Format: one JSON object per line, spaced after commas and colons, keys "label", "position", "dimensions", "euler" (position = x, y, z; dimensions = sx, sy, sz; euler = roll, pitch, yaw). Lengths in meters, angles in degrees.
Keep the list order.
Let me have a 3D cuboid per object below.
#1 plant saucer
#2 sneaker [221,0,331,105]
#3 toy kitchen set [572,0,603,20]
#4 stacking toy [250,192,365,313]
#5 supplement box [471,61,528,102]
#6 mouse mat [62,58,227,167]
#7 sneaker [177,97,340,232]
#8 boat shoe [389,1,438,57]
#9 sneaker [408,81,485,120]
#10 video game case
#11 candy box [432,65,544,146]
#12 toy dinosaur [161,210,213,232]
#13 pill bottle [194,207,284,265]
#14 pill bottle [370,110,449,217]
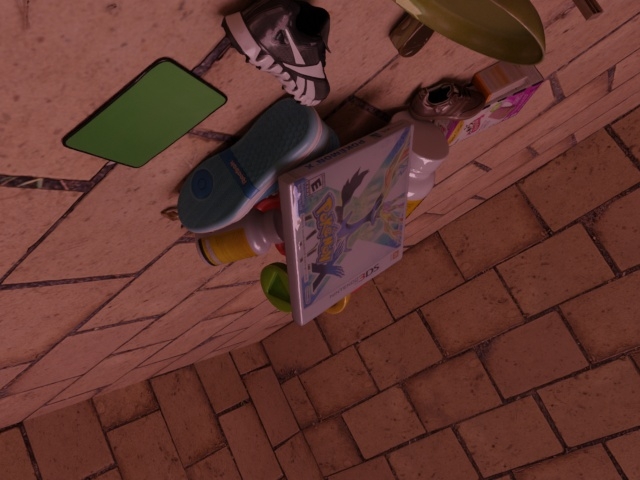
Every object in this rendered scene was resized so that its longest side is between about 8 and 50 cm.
{"label": "plant saucer", "position": [0.172, -0.290, 0.602], "dimensions": [0.037, 0.241, 0.241], "euler": [-61, 156, 14]}
{"label": "sneaker", "position": [-0.021, -0.247, 0.643], "dimensions": [0.106, 0.078, 0.234], "euler": [-30, 164, 19]}
{"label": "toy kitchen set", "position": [0.519, -0.466, 0.901], "dimensions": [0.068, 0.075, 0.083], "euler": [-23, 170, -26]}
{"label": "stacking toy", "position": [-0.044, 0.022, 1.179], "dimensions": [0.130, 0.309, 0.279], "euler": [-31, -175, -41]}
{"label": "supplement box", "position": [0.395, -0.356, 1.089], "dimensions": [0.098, 0.062, 0.036], "euler": [-27, 166, -3]}
{"label": "mouse mat", "position": [-0.234, -0.166, 0.677], "dimensions": [0.189, 0.007, 0.152], "euler": [-33, 166, 15]}
{"label": "sneaker", "position": [-0.094, -0.110, 0.903], "dimensions": [0.319, 0.127, 0.208], "euler": [-33, 164, 21]}
{"label": "boat shoe", "position": [0.166, -0.348, 0.737], "dimensions": [0.056, 0.048, 0.153], "euler": [2, 142, -46]}
{"label": "sneaker", "position": [0.280, -0.296, 1.037], "dimensions": [0.188, 0.066, 0.071], "euler": [-14, 159, -20]}
{"label": "video game case", "position": [0.058, -0.030, 0.935], "dimensions": [0.299, 0.036, 0.329], "euler": [-30, 135, -30]}
{"label": "candy box", "position": [0.394, -0.324, 1.187], "dimensions": [0.233, 0.071, 0.159], "euler": [-25, 167, -9]}
{"label": "toy dinosaur", "position": [-0.222, -0.059, 0.991], "dimensions": [0.183, 0.053, 0.093], "euler": [-24, 164, -18]}
{"label": "pill bottle", "position": [-0.169, -0.012, 1.064], "dimensions": [0.184, 0.103, 0.103], "euler": [-13, 171, 17]}
{"label": "pill bottle", "position": [0.141, -0.126, 1.135], "dimensions": [0.187, 0.188, 0.334], "euler": [-18, 157, -37]}
